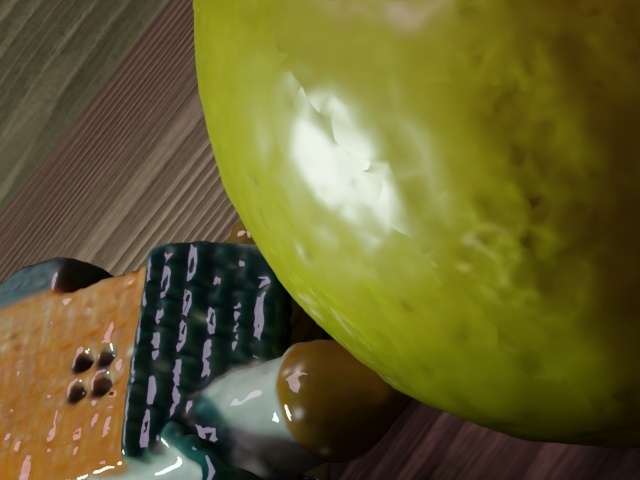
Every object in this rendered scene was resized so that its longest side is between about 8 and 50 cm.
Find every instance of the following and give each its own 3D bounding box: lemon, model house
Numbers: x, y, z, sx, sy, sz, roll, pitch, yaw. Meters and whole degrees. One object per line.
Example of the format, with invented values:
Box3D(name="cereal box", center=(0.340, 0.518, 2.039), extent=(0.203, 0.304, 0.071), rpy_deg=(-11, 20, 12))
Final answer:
Box3D(name="lemon", center=(0.109, -0.080, 0.714), extent=(0.348, 0.348, 0.348), rpy_deg=(-46, 17, 18))
Box3D(name="model house", center=(-0.041, 0.127, 0.892), extent=(0.301, 0.190, 0.271), rpy_deg=(-24, 48, 39))

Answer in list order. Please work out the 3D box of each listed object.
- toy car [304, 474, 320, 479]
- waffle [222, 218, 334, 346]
Box3D(name="toy car", center=(0.048, 0.183, 0.568), extent=(0.198, 0.204, 0.248), rpy_deg=(-11, 9, 17))
Box3D(name="waffle", center=(0.000, 0.000, 1.123), extent=(0.221, 0.055, 0.248), rpy_deg=(-60, -12, -23))
